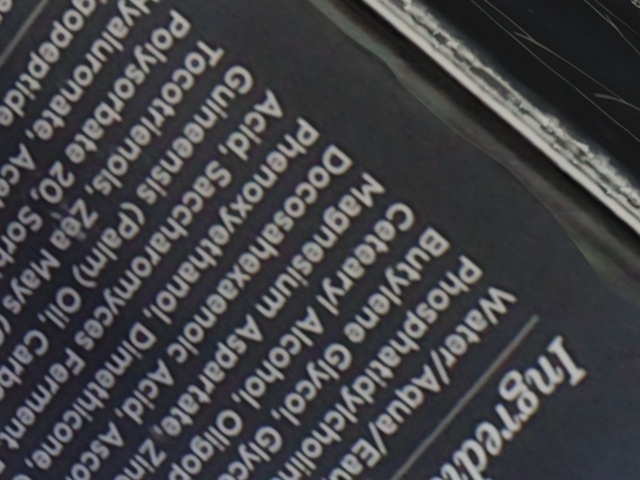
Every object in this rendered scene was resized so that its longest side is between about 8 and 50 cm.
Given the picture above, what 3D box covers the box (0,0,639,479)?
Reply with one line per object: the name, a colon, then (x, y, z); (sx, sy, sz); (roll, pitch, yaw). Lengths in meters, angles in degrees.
box: (0.000, 0.000, 0.700); (0.472, 0.480, 0.297); (39, 108, 5)
